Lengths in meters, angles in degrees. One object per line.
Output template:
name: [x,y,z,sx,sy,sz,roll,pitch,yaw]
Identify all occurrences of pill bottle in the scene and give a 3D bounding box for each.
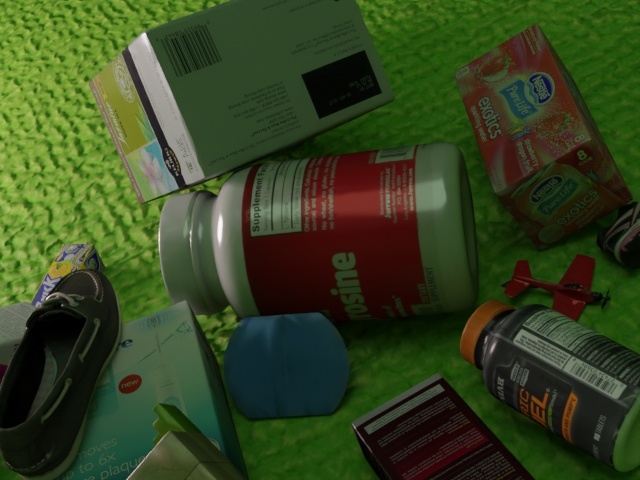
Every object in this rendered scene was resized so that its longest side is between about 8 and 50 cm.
pill bottle: [0.283,0.158,1.233,0.130,0.130,0.246,-41,46,-23]
pill bottle: [0.000,0.000,1.423,0.408,0.229,0.229,-6,44,14]

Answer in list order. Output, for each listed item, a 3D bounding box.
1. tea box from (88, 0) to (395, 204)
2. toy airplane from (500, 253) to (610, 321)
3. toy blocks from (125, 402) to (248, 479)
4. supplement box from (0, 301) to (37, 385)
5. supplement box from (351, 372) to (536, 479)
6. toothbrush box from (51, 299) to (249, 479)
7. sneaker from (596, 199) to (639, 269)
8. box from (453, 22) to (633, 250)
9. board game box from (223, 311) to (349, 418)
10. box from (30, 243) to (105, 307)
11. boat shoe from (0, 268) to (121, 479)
tea box: [-0.127,-0.224,1.570,0.329,0.220,0.323,-25,5,-26]
toy airplane: [0.313,0.063,1.397,0.151,0.028,0.151,-10,44,10]
toy blocks: [-0.127,0.391,1.076,0.381,0.191,0.261,42,91,19]
supplement box: [-0.460,0.169,1.419,0.114,0.111,0.220,19,21,33]
supplement box: [0.149,0.270,1.191,0.130,0.073,0.239,-28,37,-10]
toothbrush box: [-0.223,0.245,1.320,0.216,0.126,0.295,-20,41,-1]
sneaker: [0.448,-0.036,1.428,0.178,0.072,0.077,-31,33,-22]
box: [0.316,-0.156,1.511,0.154,0.142,0.300,-29,39,20]
board game box: [-0.042,0.163,1.377,0.169,0.033,0.133,-5,87,11]
box: [-0.394,0.082,1.602,0.059,0.054,0.169,0,46,19]
boat shoe: [-0.327,0.139,1.304,0.112,0.095,0.335,-11,42,12]
